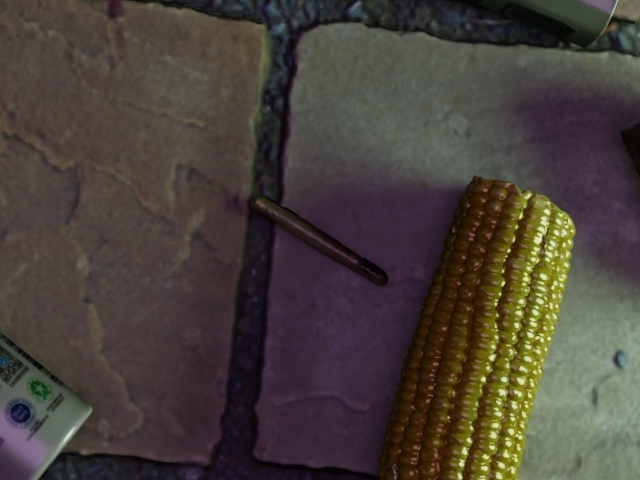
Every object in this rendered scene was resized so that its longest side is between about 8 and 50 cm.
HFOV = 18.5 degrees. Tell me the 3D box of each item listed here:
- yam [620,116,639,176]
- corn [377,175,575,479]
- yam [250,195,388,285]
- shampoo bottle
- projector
[{"bbox_3d":[0.262,-0.029,1.324,0.079,0.079,0.141,-27,88,-6],"label":"yam"},{"bbox_3d":[0.102,0.080,1.292,0.093,0.093,0.244,14,84,-4],"label":"corn"},{"bbox_3d":[0.000,0.000,1.327,0.107,0.014,0.014,32,84,-2],"label":"yam"},{"bbox_3d":[-0.291,0.049,1.260,0.303,0.092,0.092,38,84,-1],"label":"shampoo bottle"},{"bbox_3d":[0.161,-0.185,1.319,0.082,0.083,0.083,22,84,-3],"label":"projector"}]
